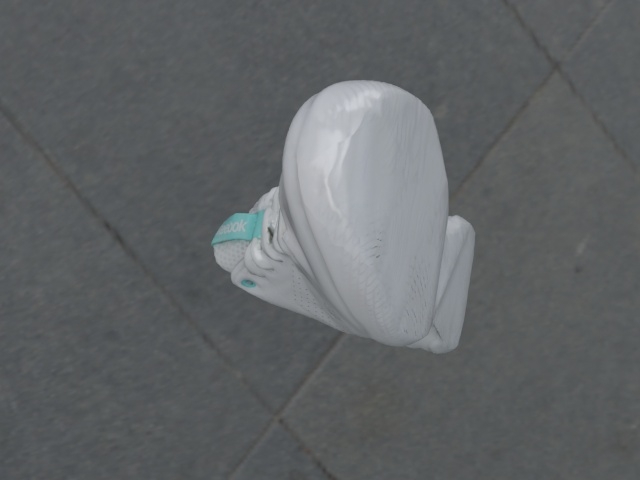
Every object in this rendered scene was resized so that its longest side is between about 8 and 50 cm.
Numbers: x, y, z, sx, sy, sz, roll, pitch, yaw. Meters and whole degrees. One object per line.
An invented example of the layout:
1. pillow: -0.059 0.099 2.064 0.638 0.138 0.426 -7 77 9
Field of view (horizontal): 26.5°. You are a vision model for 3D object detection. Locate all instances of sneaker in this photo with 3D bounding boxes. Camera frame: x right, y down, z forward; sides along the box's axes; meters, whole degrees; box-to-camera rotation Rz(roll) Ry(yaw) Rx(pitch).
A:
1. sneaker: 0.000 0.000 0.506 0.094 0.212 0.080 8 76 14
